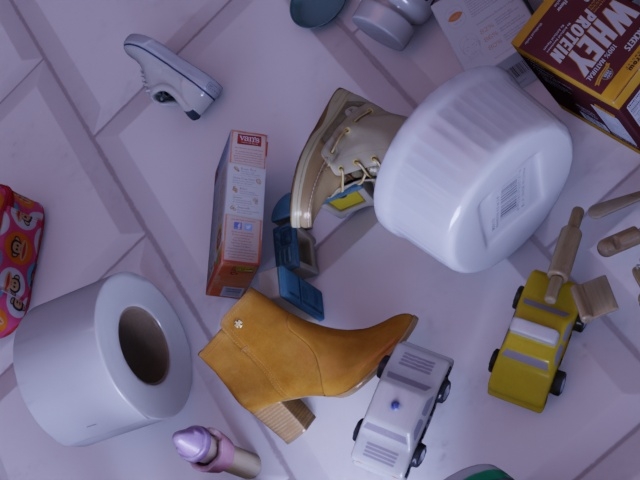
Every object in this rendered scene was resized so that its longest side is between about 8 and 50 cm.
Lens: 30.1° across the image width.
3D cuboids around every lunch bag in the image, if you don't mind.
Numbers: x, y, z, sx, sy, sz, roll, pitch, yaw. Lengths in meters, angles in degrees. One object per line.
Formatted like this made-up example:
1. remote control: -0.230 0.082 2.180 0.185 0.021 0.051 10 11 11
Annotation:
1. lunch bag: -0.659 0.052 2.253 0.258 0.120 0.293 -13 60 33

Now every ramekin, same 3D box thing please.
1. ramekin: 0.219 -0.088 1.633 0.135 0.277 0.277 41 94 31

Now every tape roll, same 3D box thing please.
1. tape roll: -0.342 0.189 1.887 0.169 0.246 0.246 -20 58 25

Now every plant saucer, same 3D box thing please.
1. plant saucer: 0.001 -0.420 2.088 0.119 0.021 0.119 -14 62 27

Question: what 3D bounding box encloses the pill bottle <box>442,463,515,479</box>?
1. pill bottle: 0.264 0.444 1.387 0.204 0.204 0.361 -53 51 2

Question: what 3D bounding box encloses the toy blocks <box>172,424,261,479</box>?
1. toy blocks: -0.206 0.445 1.664 0.289 0.260 0.309 -38 52 12

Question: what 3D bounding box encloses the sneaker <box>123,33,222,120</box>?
1. sneaker: -0.292 -0.302 2.181 0.258 0.094 0.091 34 85 39

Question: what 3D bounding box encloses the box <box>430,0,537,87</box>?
1. box: 0.268 -0.316 1.815 0.130 0.091 0.170 -32 54 18

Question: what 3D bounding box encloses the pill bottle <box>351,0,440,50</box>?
1. pill bottle: 0.149 -0.428 1.929 0.121 0.121 0.221 29 86 39

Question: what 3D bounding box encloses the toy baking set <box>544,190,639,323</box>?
1. toy baking set: 0.407 0.011 1.576 0.197 0.030 0.256 2 51 25

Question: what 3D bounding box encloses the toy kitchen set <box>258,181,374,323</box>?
1. toy kitchen set: 0.000 0.000 1.825 0.166 0.122 0.207 -21 58 24

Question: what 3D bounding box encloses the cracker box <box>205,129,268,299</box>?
1. cracker box: -0.135 -0.040 1.916 0.067 0.155 0.232 7 66 -12

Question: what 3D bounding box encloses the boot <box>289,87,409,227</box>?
1. boot: 0.077 -0.103 1.776 0.204 0.095 0.262 18 52 8

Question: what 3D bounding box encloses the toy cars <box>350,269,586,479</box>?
1. toy cars: 0.196 0.176 1.589 0.394 0.087 0.176 -29 68 5

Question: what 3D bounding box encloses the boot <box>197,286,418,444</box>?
1. boot: -0.026 0.142 1.729 0.295 0.104 0.211 -42 91 17

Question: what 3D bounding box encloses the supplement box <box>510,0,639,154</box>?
1. supplement box: 0.400 -0.235 1.622 0.129 0.194 0.191 -52 51 2
